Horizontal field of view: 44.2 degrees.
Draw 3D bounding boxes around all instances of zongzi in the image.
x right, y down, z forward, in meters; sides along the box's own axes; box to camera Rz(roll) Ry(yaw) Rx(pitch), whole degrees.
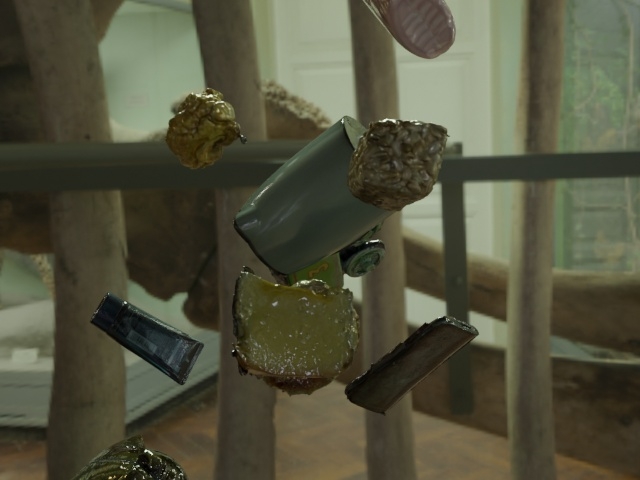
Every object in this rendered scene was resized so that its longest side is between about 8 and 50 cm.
[{"bbox_3d":[-0.299,0.375,1.313,0.286,0.138,0.300,-38,11,28],"label":"zongzi"}]

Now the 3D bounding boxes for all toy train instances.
[{"bbox_3d":[0.000,0.000,1.671,0.248,0.173,0.307,-30,-30,-12],"label":"toy train"}]

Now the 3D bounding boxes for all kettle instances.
[{"bbox_3d":[0.010,-0.048,1.227,0.236,0.161,0.221,-36,-32,19],"label":"kettle"}]

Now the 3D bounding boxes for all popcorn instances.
[{"bbox_3d":[-0.278,-0.264,1.827,0.140,0.164,0.194,-11,-13,-42],"label":"popcorn"}]

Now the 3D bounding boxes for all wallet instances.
[{"bbox_3d":[0.163,0.226,1.442,0.137,0.255,0.031,28,27,-41],"label":"wallet"}]

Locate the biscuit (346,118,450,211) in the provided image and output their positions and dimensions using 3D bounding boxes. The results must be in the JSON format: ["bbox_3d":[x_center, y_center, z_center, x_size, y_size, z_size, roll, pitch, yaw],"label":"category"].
[{"bbox_3d":[0.070,-0.066,0.735,0.082,0.071,0.168,12,-5,-2],"label":"biscuit"}]

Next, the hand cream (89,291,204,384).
[{"bbox_3d":[-0.410,0.228,1.872,0.270,0.120,0.061,34,-33,-16],"label":"hand cream"}]

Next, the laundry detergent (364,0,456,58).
[{"bbox_3d":[0.095,-0.406,1.225,0.159,0.088,0.335,40,16,-42],"label":"laundry detergent"}]

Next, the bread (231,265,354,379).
[{"bbox_3d":[-0.064,0.116,1.053,0.160,0.140,0.169,12,-17,-30],"label":"bread"}]

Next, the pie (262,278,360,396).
[{"bbox_3d":[-0.029,0.173,1.393,0.205,0.179,0.084,-39,-6,-6],"label":"pie"}]
